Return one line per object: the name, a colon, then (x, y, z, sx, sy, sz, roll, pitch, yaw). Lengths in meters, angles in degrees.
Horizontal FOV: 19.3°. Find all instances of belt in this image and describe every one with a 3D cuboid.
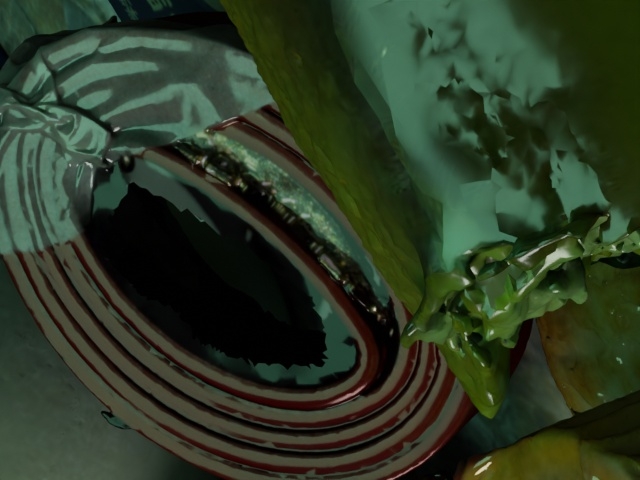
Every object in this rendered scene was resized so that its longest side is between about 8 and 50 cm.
belt: (-0.044, -0.001, 1.029, 0.324, 0.115, 0.227, 33, 109, 14)

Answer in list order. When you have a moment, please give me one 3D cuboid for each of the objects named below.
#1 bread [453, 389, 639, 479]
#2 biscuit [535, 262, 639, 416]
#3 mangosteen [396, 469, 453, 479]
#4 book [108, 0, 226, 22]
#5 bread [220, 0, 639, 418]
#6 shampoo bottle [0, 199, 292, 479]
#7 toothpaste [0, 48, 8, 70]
bread: (0.171, 0.192, 0.842, 0.274, 0.149, 0.274, 22, 115, 59)
biscuit: (0.190, 0.060, 0.921, 0.247, 0.029, 0.118, -2, 109, 56)
mangosteen: (0.020, 0.249, 1.100, 0.275, 0.275, 0.302, 46, 129, 28)
book: (-0.049, -0.172, 1.087, 0.322, 0.018, 0.228, -9, 115, 57)
bread: (0.065, -0.125, 0.795, 0.377, 0.208, 0.251, 64, 163, 8)
shampoo bottle: (-0.199, 0.099, 1.249, 0.322, 0.317, 0.322, 37, 141, 38)
toothpaste: (-0.294, -0.137, 1.459, 0.320, 0.076, 0.066, 55, 147, 18)
